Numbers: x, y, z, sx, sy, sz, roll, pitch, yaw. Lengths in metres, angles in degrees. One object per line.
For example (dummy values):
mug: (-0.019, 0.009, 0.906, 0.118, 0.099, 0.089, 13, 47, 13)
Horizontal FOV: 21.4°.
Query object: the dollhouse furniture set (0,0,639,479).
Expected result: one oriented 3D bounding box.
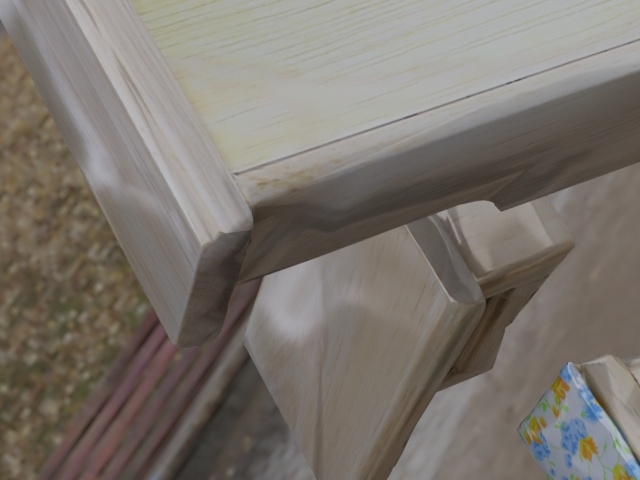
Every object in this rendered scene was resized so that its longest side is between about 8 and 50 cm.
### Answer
dollhouse furniture set: (0.000, 0.000, 0.709, 0.257, 0.362, 0.394, -19, -25, -24)
